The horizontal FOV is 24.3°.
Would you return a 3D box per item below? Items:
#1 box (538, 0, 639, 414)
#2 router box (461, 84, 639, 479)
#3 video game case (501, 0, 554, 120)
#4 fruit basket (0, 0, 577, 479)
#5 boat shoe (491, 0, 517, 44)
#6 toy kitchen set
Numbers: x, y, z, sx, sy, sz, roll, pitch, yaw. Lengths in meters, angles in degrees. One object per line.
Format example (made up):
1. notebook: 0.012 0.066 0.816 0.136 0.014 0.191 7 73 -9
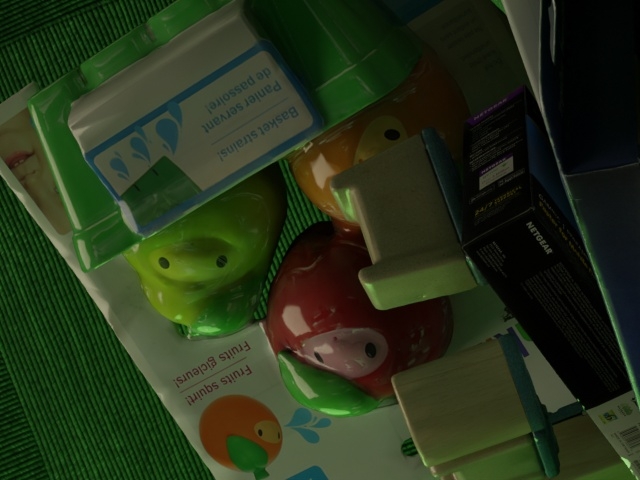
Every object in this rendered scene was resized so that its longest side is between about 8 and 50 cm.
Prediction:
1. box: 0.139 -0.020 0.652 0.136 0.036 0.225 -80 -29 -45
2. router box: 0.139 0.022 0.782 0.179 0.046 0.133 51 -157 -23
3. video game case: 0.091 -0.183 0.789 0.285 0.025 0.204 -91 -21 -59
4. fruit basket: 0.000 0.000 0.906 0.353 0.327 0.165 59 -160 -5
5. boat shoe: 0.165 0.071 1.039 0.187 0.156 0.500 -94 -18 -73
6. toy kitchen set: 0.102 0.050 0.839 0.207 0.122 0.166 60 -169 -63
